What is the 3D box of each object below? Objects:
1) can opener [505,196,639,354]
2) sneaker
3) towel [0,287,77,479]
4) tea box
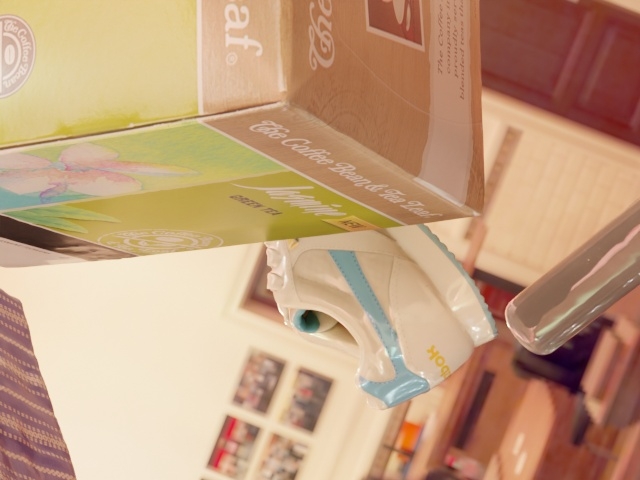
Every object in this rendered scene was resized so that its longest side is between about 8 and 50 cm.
[{"bbox_3d":[0.260,-0.004,0.923,0.283,0.095,0.076,-40,-9,13],"label":"can opener"},{"bbox_3d":[0.000,0.000,0.813,0.092,0.228,0.087,-39,-32,-8],"label":"sneaker"},{"bbox_3d":[-0.275,0.135,1.148,0.040,0.336,0.243,-31,-33,7],"label":"towel"},{"bbox_3d":[-0.102,-0.172,0.704,0.220,0.324,0.328,22,-114,-60],"label":"tea box"}]
